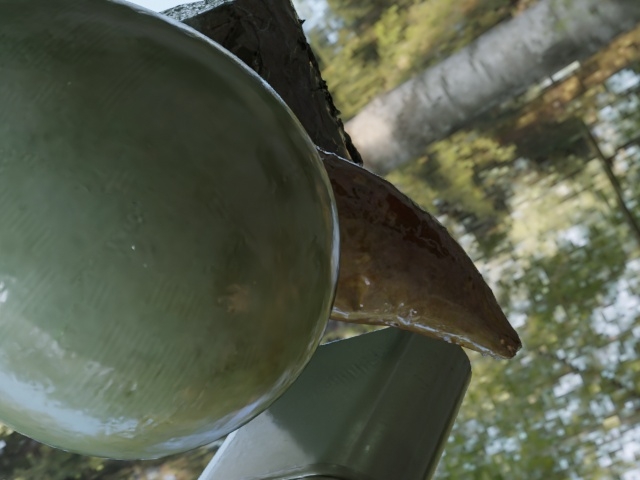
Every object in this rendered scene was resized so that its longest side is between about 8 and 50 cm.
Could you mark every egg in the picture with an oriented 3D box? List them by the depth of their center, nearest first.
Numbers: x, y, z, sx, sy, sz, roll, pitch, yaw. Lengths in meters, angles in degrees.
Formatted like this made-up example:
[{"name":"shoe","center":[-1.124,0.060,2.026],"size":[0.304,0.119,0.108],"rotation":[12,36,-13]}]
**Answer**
[{"name":"egg","center":[-0.128,-0.021,0.733],"size":[0.295,0.218,0.218],"rotation":[36,-137,5]}]

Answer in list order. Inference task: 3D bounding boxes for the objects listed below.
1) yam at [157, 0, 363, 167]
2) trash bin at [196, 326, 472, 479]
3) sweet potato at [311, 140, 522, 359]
[{"name":"yam","center":[-0.065,-0.088,1.476],"size":[0.241,0.241,0.348],"rotation":[-33,-77,-48]},{"name":"trash bin","center":[0.005,0.200,1.339],"size":[0.121,0.243,0.247],"rotation":[59,-145,-20]},{"name":"sweet potato","center":[0.001,-0.002,1.066],"size":[0.336,0.131,0.131],"rotation":[37,-136,1]}]
